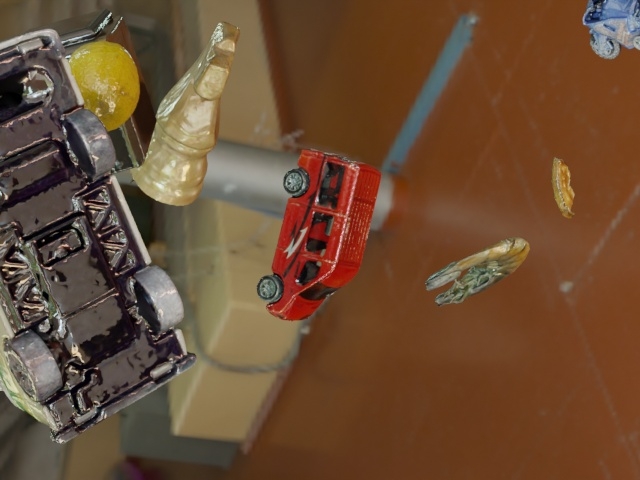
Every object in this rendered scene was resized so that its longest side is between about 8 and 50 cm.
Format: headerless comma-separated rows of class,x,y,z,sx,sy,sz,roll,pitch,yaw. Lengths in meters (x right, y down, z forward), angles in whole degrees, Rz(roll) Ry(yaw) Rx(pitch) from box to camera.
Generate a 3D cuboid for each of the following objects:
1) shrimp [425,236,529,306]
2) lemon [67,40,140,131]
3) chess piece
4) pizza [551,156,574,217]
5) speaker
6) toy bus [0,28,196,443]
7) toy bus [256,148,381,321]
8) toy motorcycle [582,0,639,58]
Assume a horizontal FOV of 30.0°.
shrimp,0.232,0.053,1.884,0.217,0.150,0.051,-42,63,43
lemon,-0.221,-0.152,1.198,0.111,0.082,0.082,-95,24,-43
chess piece,-0.204,-0.207,1.924,0.137,0.137,0.301,-103,34,-48
pizza,0.315,-0.068,1.554,0.016,0.037,0.083,-5,103,46
speaker,-0.307,-0.179,1.520,0.231,0.153,0.193,-103,-3,-72
toy bus,-0.244,-0.008,0.990,0.179,0.143,0.306,7,123,57
toy bus,0.000,0.000,1.341,0.089,0.081,0.195,15,92,30
toy motorcycle,0.485,-0.358,1.879,0.076,0.114,0.205,-44,11,-30
